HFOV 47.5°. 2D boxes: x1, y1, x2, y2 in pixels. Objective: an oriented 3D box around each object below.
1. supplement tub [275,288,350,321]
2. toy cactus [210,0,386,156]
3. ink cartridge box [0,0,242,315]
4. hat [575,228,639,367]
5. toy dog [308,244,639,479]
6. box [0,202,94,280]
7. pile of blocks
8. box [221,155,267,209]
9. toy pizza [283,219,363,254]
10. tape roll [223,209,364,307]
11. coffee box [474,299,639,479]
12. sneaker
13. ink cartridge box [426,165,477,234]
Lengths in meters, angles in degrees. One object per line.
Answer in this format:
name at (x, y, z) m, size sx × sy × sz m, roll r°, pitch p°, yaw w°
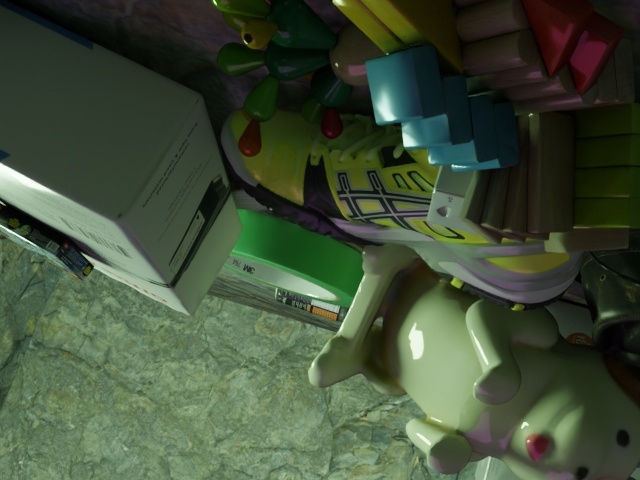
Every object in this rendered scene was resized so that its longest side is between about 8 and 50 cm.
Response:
supplement tub at (0.009, 0.103, 1.554) m, size 0.190 × 0.117 × 0.117 m, roll 18°, pitch 168°, yaw 5°
toy cactus at (-0.009, -0.143, 0.586) m, size 0.181 × 0.112 × 0.219 m, roll 3°, pitch 154°, yaw 22°
ink cartridge box at (-0.273, -0.077, 0.905) m, size 0.285 × 0.166 × 0.395 m, roll 27°, pitch 163°, yaw 9°
hat at (0.383, 0.075, 0.833) m, size 0.331 × 0.134 × 0.331 m, roll 17°, pitch 168°, yaw 4°
toy dog at (0.248, 0.193, 1.018) m, size 0.408 × 0.284 × 0.395 m, roll 36°, pitch -165°, yaw 29°
box at (-0.368, -0.002, 0.939) m, size 0.137 × 0.027 × 0.094 m, roll 27°, pitch 161°, yaw 14°
pile of blocks at (0.142, -0.083, 0.462) m, size 0.362 × 0.149 × 0.113 m, roll 28°, pitch 165°, yaw -33°
box at (-0.115, -0.084, 1.047) m, size 0.067 × 0.063 × 0.324 m, roll 30°, pitch 164°, yaw -36°
toy pizza at (0.000, 0.000, 1.317) m, size 0.201 × 0.032 × 0.201 m, roll 18°, pitch 169°, yaw 4°
tape roll at (-0.065, 0.034, 1.308) m, size 0.321 × 0.077 × 0.321 m, roll 19°, pitch 168°, yaw 4°
coffee box at (0.484, 0.327, 1.293) m, size 0.334 × 0.337 × 0.338 m, roll 16°, pitch 167°, yaw 14°
sneaker at (0.083, -0.073, 0.724) m, size 0.385 × 0.145 × 0.147 m, roll 20°, pitch 137°, yaw 9°
ink cartridge box at (0.127, -0.074, 0.583) m, size 0.052 × 0.122 × 0.088 m, roll 17°, pitch 168°, yaw 9°
